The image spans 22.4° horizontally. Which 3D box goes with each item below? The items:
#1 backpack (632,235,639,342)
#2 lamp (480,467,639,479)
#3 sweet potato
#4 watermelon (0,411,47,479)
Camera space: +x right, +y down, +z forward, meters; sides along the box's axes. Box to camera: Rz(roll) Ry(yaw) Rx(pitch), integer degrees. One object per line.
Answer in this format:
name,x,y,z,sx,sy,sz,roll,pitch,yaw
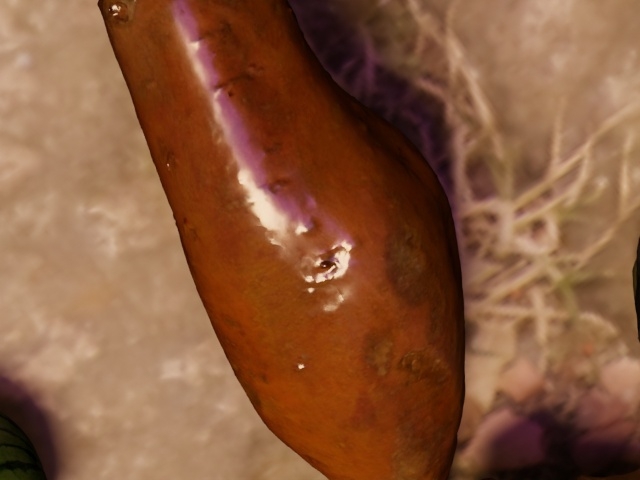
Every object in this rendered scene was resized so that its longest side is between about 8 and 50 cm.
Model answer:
backpack,0.243,-0.009,0.606,0.207,0.140,0.253,15,132,-9
lamp,0.170,0.156,0.704,0.253,0.118,0.118,4,110,-25
sweet potato,0.002,0.005,0.643,0.112,0.112,0.359,-19,123,5
watermelon,-0.167,0.116,0.691,0.109,0.109,0.109,-1,109,-1
